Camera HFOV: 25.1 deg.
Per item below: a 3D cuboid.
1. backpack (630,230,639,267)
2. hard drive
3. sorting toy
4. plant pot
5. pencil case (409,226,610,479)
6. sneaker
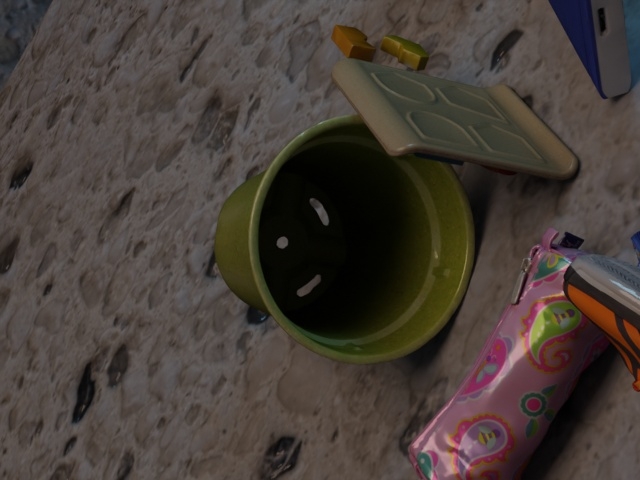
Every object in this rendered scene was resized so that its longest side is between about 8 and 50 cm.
[{"bbox_3d":[0.340,0.048,1.298,0.173,0.117,0.158,-44,38,32],"label":"backpack"},{"bbox_3d":[0.263,-0.333,1.589,0.040,0.210,0.319,-18,45,2],"label":"hard drive"},{"bbox_3d":[0.129,-0.154,1.635,0.307,0.229,0.041,-122,43,-52],"label":"sorting toy"},{"bbox_3d":[0.000,0.000,1.692,0.254,0.276,0.276,-1,67,66],"label":"plant pot"},{"bbox_3d":[0.199,0.131,1.427,0.284,0.124,0.124,-60,34,9],"label":"pencil case"},{"bbox_3d":[0.299,0.159,1.168,0.321,0.124,0.180,39,110,19],"label":"sneaker"}]
